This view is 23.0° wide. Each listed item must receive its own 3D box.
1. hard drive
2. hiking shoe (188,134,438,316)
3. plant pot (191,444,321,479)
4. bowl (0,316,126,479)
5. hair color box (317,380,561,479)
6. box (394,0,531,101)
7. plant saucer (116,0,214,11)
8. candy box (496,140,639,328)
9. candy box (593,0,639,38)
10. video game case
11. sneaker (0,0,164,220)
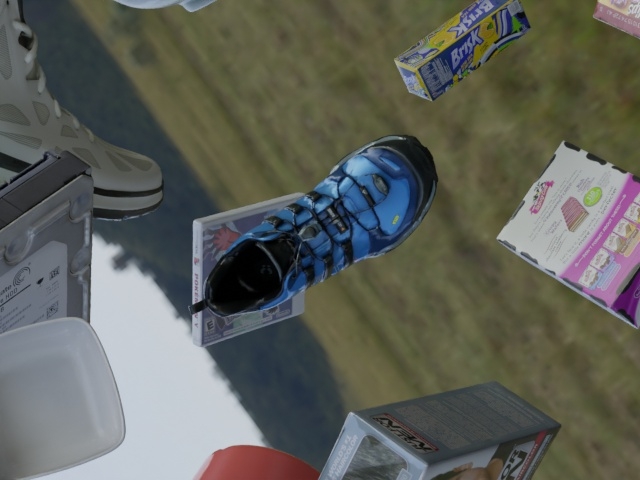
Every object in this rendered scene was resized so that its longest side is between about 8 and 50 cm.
[{"bbox_3d":[-0.351,0.085,1.743,0.064,0.237,0.339,31,137,22],"label":"hard drive"},{"bbox_3d":[0.000,0.000,1.688,0.113,0.304,0.132,52,-149,0],"label":"hiking shoe"},{"bbox_3d":[-0.100,0.419,2.061,0.275,0.275,0.243,50,-138,-32],"label":"plant pot"},{"bbox_3d":[-0.263,0.153,1.489,0.053,0.142,0.142,116,136,-72],"label":"bowl"},{"bbox_3d":[0.129,0.284,1.849,0.113,0.185,0.374,33,-163,27],"label":"hair color box"},{"bbox_3d":[0.180,-0.248,1.988,0.059,0.169,0.054,32,154,56],"label":"box"},{"bbox_3d":[-0.114,-0.407,2.144,0.100,0.400,0.400,58,-177,-12],"label":"plant saucer"},{"bbox_3d":[0.348,-0.011,1.964,0.071,0.159,0.233,34,-178,-38],"label":"candy box"},{"bbox_3d":[0.373,-0.206,1.529,0.186,0.053,0.109,10,-162,-25],"label":"candy box"},{"bbox_3d":[-0.097,0.039,2.202,0.023,0.201,0.183,21,117,42],"label":"video game case"},{"bbox_3d":[-0.338,-0.175,1.885,0.169,0.257,0.447,19,-174,42],"label":"sneaker"}]
